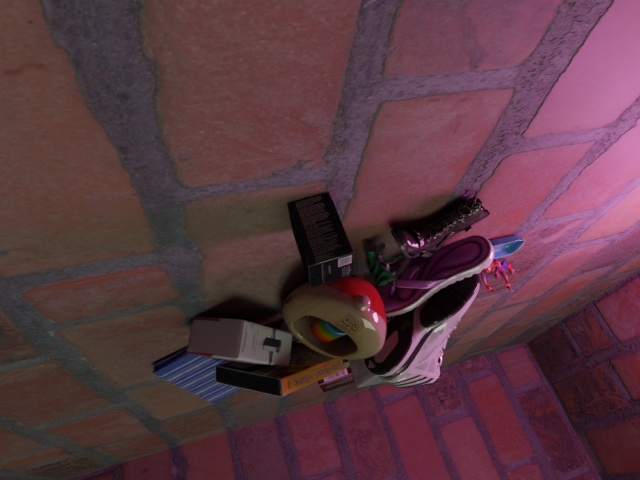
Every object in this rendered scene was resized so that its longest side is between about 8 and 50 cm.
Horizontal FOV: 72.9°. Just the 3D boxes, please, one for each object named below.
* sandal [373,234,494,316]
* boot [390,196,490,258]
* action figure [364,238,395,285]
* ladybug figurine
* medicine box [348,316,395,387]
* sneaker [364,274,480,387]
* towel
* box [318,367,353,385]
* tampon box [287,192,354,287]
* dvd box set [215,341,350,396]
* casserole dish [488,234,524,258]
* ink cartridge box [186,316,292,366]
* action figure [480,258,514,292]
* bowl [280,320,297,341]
[{"bbox_3d":[0.315,0.087,1.326,0.416,0.169,0.102,-31,131,13],"label":"sandal"},{"bbox_3d":[0.331,-0.046,1.177,0.229,0.091,0.263,-38,156,29],"label":"boot"},{"bbox_3d":[0.178,0.081,1.285,0.063,0.137,0.232,-29,161,-8],"label":"action figure"},{"bbox_3d":[0.049,0.218,1.284,0.305,0.162,0.449,37,151,-7],"label":"ladybug figurine"},{"bbox_3d":[0.228,0.361,1.593,0.263,0.289,0.149,2,146,-34],"label":"medicine box"},{"bbox_3d":[0.356,0.291,1.396,0.447,0.169,0.257,-44,132,-2],"label":"sneaker"},{"bbox_3d":[-0.411,0.484,1.589,0.243,0.040,0.336,-29,132,12],"label":"towel"},{"bbox_3d":[0.057,0.574,1.983,0.168,0.167,0.203,-18,152,-3],"label":"box"},{"bbox_3d":[0.000,0.000,0.965,0.101,0.161,0.120,-16,152,-7],"label":"tampon box"},{"bbox_3d":[-0.111,0.443,1.540,0.307,0.062,0.420,-3,179,37],"label":"dvd box set"},{"bbox_3d":[0.622,0.025,1.516,0.188,0.037,0.114,-10,150,-15],"label":"casserole dish"},{"bbox_3d":[-0.241,0.319,1.346,0.197,0.114,0.273,-2,159,28],"label":"ink cartridge box"},{"bbox_3d":[0.653,0.139,1.589,0.091,0.139,0.280,-25,158,31],"label":"action figure"},{"bbox_3d":[-0.076,0.311,1.568,0.142,0.053,0.142,-19,152,0],"label":"bowl"}]
